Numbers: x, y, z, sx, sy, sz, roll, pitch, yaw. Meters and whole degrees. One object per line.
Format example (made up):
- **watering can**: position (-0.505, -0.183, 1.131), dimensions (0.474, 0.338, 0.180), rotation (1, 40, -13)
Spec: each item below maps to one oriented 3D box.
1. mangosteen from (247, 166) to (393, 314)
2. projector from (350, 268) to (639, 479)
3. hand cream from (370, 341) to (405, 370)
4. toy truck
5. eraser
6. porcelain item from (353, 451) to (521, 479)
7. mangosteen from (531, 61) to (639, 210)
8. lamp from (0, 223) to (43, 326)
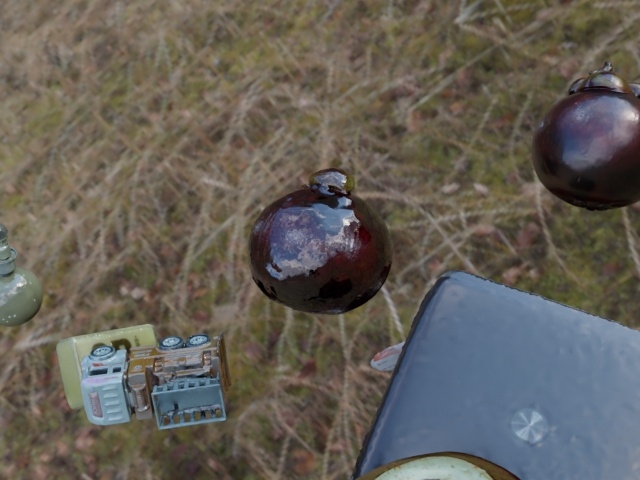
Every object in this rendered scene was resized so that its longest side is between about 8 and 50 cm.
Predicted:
- **mangosteen**: position (0.000, 0.000, 1.030), dimensions (0.152, 0.152, 0.152), rotation (-30, 29, 19)
- **projector**: position (0.273, 0.298, 1.441), dimensions (0.395, 0.242, 0.405), rotation (18, 61, 13)
- **hand cream**: position (0.149, 0.225, 2.006), dimensions (0.038, 0.052, 0.216), rotation (-58, 12, -24)
- **toy truck**: position (-0.200, 0.176, 1.234), dimensions (0.178, 0.080, 0.115), rotation (-8, 22, -1)
- **eraser**: position (-0.343, 0.206, 1.709), dimensions (0.058, 0.117, 0.172), rotation (-21, -10, 41)
- **porcelain item**: position (0.101, 0.323, 0.919), dimensions (0.253, 0.253, 0.253), rotation (-30, 29, 19)
- **mangosteen**: position (0.253, -0.095, 0.928), dimensions (0.140, 0.140, 0.140), rotation (-30, 29, 19)
- **lamp**: position (-0.455, 0.045, 1.487), dimensions (0.091, 0.163, 0.091), rotation (-3, 32, 2)
